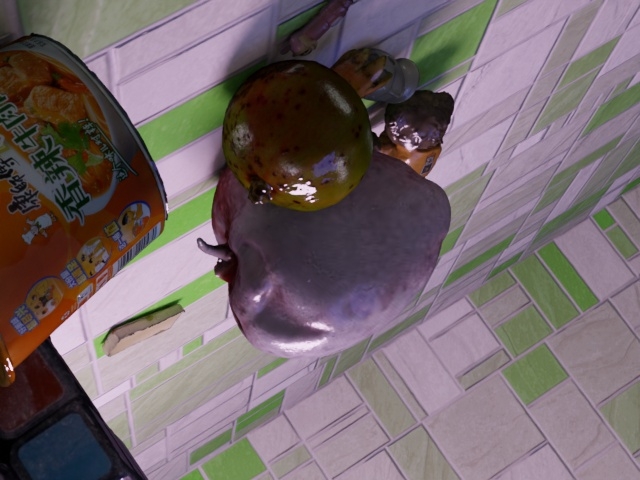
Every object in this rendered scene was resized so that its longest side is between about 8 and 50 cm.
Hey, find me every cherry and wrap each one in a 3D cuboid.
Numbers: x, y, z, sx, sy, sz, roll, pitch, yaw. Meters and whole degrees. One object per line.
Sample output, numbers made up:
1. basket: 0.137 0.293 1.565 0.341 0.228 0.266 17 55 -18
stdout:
1. cherry: 0.000 0.013 1.775 0.291 0.334 0.326 106 -1 -67

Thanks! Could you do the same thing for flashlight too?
1. flashlight: -0.001 -0.263 1.552 0.110 0.031 0.052 -42 164 22

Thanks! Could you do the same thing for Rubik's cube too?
1. Rubik's cube: -0.452 0.286 1.631 0.363 0.359 0.362 -31 164 -14

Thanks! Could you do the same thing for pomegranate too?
1. pomegranate: -0.004 -0.144 1.585 0.246 0.198 0.198 -23 163 -8

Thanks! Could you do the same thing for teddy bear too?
1. teddy bear: 0.137 -0.162 1.991 0.177 0.140 0.190 -22 152 -32

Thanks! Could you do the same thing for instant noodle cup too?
1. instant noodle cup: -0.292 -0.041 1.170 0.214 0.296 0.296 -38 167 -23

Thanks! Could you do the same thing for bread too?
1. bread: -0.307 0.154 2.176 0.153 0.028 0.068 -23 161 -42

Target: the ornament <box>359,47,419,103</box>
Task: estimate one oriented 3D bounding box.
1. ornament: 0.088 -0.229 1.768 0.075 0.081 0.156 -45 167 15
